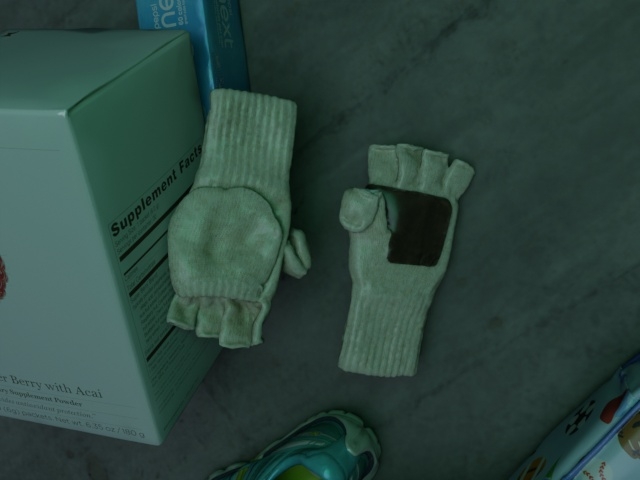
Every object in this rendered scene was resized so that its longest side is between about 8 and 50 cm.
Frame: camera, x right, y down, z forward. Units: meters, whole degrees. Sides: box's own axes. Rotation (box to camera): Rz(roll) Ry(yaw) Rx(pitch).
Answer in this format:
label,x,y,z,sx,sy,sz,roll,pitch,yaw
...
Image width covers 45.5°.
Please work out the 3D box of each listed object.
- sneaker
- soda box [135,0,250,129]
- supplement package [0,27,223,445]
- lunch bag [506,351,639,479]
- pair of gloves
label,x,y,z,sx,sy,sz,roll,pitch,yaw
sneaker,-0.064,0.258,0.715,0.107,0.110,0.275,47,111,6
soda box,-0.115,-0.199,0.671,0.067,0.071,0.209,-3,99,21
supplement package,-0.197,-0.007,0.628,0.178,0.175,0.292,5,123,18
lunch bag,0.273,0.251,0.601,0.243,0.115,0.303,38,108,6
pair of gloves,0.000,0.000,0.616,0.240,0.042,0.204,16,89,-18
